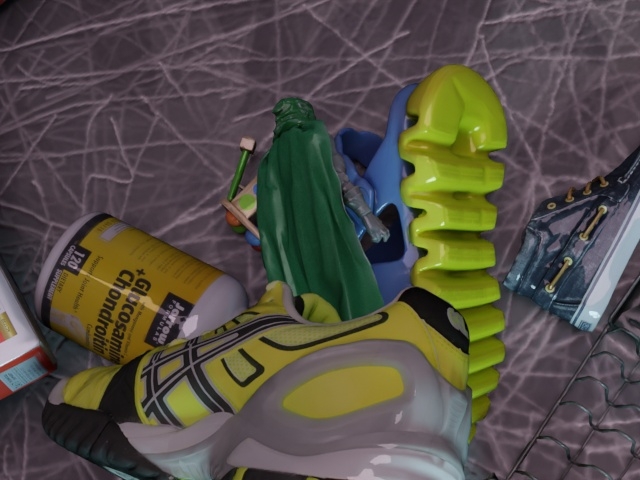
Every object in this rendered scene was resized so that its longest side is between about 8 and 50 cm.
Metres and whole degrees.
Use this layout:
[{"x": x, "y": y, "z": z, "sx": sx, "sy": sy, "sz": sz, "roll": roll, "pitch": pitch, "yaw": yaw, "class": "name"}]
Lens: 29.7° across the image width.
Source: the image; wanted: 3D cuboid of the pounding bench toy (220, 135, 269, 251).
[{"x": -0.053, "y": -0.037, "z": 0.987, "sx": 0.083, "sy": 0.052, "sz": 0.065, "roll": 44, "pitch": 85, "yaw": 13, "class": "pounding bench toy"}]

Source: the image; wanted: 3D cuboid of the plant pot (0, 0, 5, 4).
[{"x": -0.341, "y": -0.278, "z": 1.011, "sx": 0.191, "sy": 0.174, "sz": 0.191, "roll": -1, "pitch": 76, "yaw": 5, "class": "plant pot"}]

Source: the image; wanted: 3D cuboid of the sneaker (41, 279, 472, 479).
[{"x": -0.043, "y": 0.111, "z": 0.798, "sx": 0.385, "sy": 0.145, "sz": 0.147, "roll": -2, "pitch": 59, "yaw": 46, "class": "sneaker"}]

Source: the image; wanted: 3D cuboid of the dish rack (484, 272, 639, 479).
[{"x": 0.263, "y": 0.157, "z": 0.897, "sx": 0.208, "sy": 0.074, "sz": 0.271, "roll": 34, "pitch": 83, "yaw": 12, "class": "dish rack"}]

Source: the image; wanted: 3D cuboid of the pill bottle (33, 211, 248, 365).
[{"x": -0.122, "y": 0.058, "z": 0.946, "sx": 0.184, "sy": 0.103, "sz": 0.103, "roll": 26, "pitch": 81, "yaw": 12, "class": "pill bottle"}]

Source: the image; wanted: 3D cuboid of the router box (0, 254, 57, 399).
[{"x": -0.411, "y": 0.018, "z": 0.910, "sx": 0.301, "sy": 0.082, "sz": 0.335, "roll": -28, "pitch": 76, "yaw": -11, "class": "router box"}]

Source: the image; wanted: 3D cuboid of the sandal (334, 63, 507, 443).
[{"x": 0.063, "y": 0.027, "z": 0.941, "sx": 0.138, "sy": 0.126, "sz": 0.317, "roll": 1, "pitch": 83, "yaw": 44, "class": "sandal"}]

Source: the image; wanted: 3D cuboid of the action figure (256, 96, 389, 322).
[{"x": 0.000, "y": 0.000, "z": 0.881, "sx": 0.137, "sy": 0.063, "sz": 0.232, "roll": -28, "pitch": 68, "yaw": 44, "class": "action figure"}]

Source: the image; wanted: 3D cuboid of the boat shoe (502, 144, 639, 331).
[{"x": 0.215, "y": -0.026, "z": 0.948, "sx": 0.083, "sy": 0.065, "sz": 0.183, "roll": 27, "pitch": 82, "yaw": 10, "class": "boat shoe"}]
